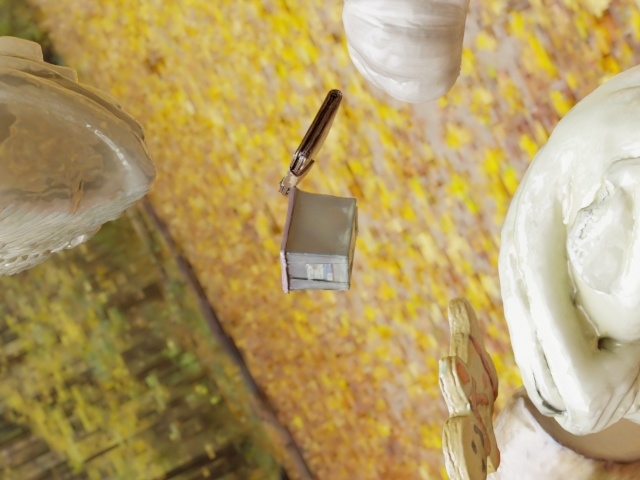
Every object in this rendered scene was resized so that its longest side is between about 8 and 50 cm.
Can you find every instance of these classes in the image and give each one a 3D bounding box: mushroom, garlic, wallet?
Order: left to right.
[{"bbox_3d":[-0.011,-0.105,1.589,0.026,0.095,0.176,31,164,-1],"label":"wallet"},{"bbox_3d":[0.101,-0.274,1.661,0.228,0.152,0.227,-176,90,-87],"label":"garlic"},{"bbox_3d":[0.308,0.352,1.898,0.224,0.314,0.397,33,120,13],"label":"mushroom"}]

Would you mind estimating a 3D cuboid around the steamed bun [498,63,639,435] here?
[{"bbox_3d":[0.273,-0.007,1.147,0.237,0.347,0.394,52,166,38],"label":"steamed bun"}]

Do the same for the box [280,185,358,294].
[{"bbox_3d":[0.000,0.000,1.260,0.060,0.063,0.084,84,-169,-47],"label":"box"}]

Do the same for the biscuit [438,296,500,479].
[{"bbox_3d":[0.161,0.176,1.488,0.234,0.030,0.153,-73,-38,-56],"label":"biscuit"}]

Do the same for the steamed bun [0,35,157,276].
[{"bbox_3d":[-0.347,-0.082,1.370,0.310,0.324,0.219,-27,79,42],"label":"steamed bun"}]
